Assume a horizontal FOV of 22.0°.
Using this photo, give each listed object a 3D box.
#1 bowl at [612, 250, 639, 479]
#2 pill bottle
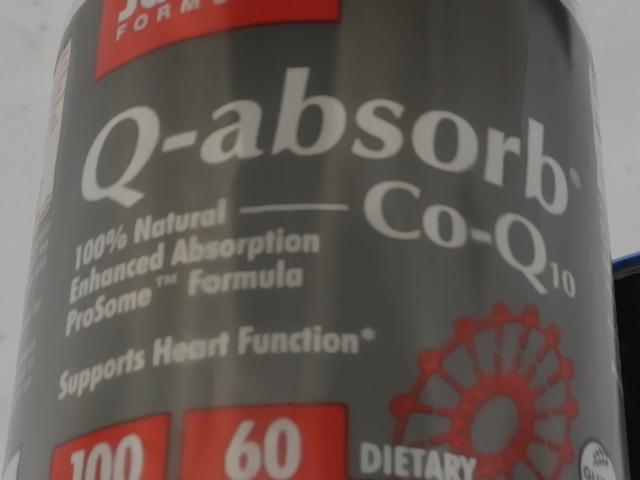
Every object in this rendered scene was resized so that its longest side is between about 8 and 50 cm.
[{"bbox_3d":[0.254,0.176,1.087,0.391,0.391,0.077,-22,147,10],"label":"bowl"},{"bbox_3d":[0.000,0.000,0.603,0.210,0.362,0.210,0,149,0],"label":"pill bottle"}]
